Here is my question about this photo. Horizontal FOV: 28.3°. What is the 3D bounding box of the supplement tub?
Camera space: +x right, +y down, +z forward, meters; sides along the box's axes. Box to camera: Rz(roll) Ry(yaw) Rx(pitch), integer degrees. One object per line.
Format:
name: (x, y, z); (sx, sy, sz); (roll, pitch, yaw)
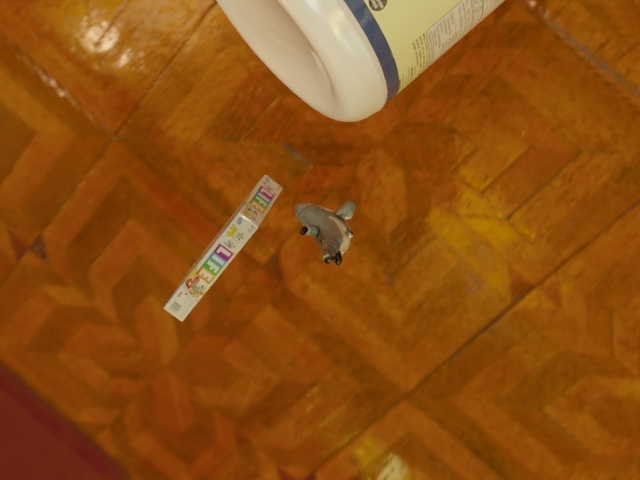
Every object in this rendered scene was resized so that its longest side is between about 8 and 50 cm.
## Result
supplement tub: (0.073, -0.288, 1.117); (0.325, 0.235, 0.235); (-42, 100, -9)

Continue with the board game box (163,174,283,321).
board game box: (-0.105, 0.008, 1.382); (0.026, 0.103, 0.154); (37, 119, -6)

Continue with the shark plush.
shark plush: (0.000, 0.000, 1.592); (0.067, 0.161, 0.073); (21, 121, -12)
